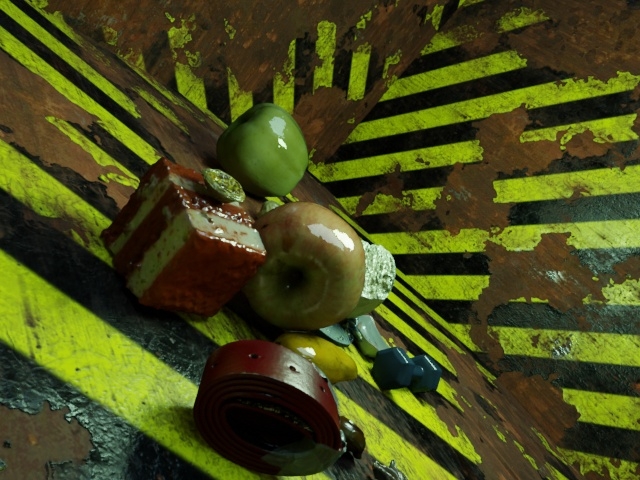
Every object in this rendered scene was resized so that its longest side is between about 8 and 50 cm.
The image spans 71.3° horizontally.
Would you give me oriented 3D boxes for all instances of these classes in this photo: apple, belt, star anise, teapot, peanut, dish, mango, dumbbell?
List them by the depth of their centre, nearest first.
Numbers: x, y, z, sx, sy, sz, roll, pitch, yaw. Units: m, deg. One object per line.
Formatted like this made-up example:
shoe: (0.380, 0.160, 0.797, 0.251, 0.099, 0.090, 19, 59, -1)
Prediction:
belt: (-0.093, 0.340, 0.886, 0.324, 0.227, 0.115, 38, 18, -16)
star anise: (0.208, 0.645, 1.132, 0.208, 0.063, 0.172, 41, 10, 7)
teapot: (0.063, 0.506, 1.134, 0.098, 0.078, 0.129, -6, -52, 54)
mango: (-0.021, 0.347, 1.276, 0.295, 0.120, 0.177, 31, 10, -42)
apple: (-0.048, 0.075, 1.337, 0.391, 0.391, 0.346, 41, 19, -3)
dumbbell: (0.334, 0.501, 1.705, 0.144, 0.160, 0.325, 14, -9, 41)
dish: (0.187, 0.386, 1.783, 0.151, 0.077, 0.212, 25, 22, -44)
peanut: (-0.158, -0.090, 2.111, 0.291, 0.159, 0.143, 35, -10, -25)
apple: (-0.282, -0.445, 2.259, 0.473, 0.473, 0.473, 39, 15, -12)

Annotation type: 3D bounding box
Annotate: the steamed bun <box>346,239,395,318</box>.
steamed bun: (0.143, 0.148, 1.678, 0.272, 0.273, 0.290, 12, 45, 15)

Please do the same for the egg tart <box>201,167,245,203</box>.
egg tart: (-0.250, -0.131, 1.116, 0.129, 0.049, 0.129, 35, 18, -13)

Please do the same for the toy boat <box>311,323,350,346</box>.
toy boat: (-0.016, 0.264, 1.573, 0.319, 0.092, 0.141, 43, 21, -3)

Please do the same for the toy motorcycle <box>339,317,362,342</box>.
toy motorcycle: (0.099, 0.320, 1.709, 0.124, 0.061, 0.193, -8, 36, -24)

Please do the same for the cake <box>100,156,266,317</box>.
cake: (-0.339, -0.001, 1.136, 0.319, 0.269, 0.270, 50, 16, 32)
